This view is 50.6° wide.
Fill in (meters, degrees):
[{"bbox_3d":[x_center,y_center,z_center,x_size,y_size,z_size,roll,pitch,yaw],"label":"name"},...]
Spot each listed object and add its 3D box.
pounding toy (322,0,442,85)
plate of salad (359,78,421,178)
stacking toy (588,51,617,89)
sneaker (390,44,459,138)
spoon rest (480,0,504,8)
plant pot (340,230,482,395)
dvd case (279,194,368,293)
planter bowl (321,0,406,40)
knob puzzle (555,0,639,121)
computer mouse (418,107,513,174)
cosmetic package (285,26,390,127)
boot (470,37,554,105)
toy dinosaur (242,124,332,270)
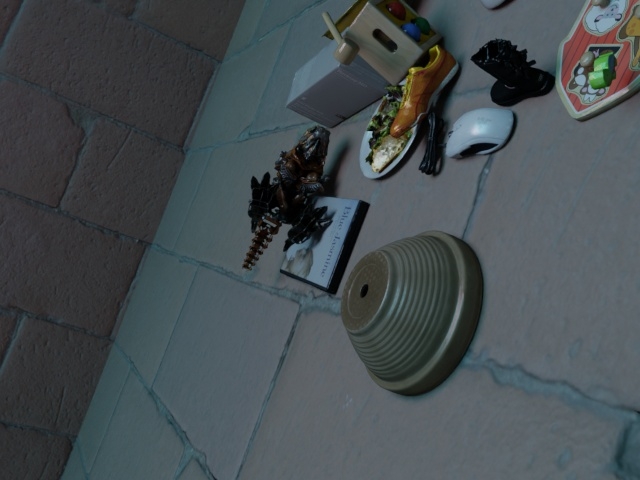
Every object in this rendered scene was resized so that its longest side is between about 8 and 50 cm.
[{"bbox_3d":[0.095,-0.362,1.159,0.094,0.181,0.206,-48,1,37],"label":"pounding toy"},{"bbox_3d":[0.121,-0.209,1.235,0.200,0.048,0.199,-46,32,40],"label":"plate of salad"},{"bbox_3d":[0.375,-0.270,0.713,0.167,0.052,0.221,-4,66,49],"label":"stacking toy"},{"bbox_3d":[0.159,-0.245,1.123,0.175,0.067,0.064,-58,15,-12],"label":"sneaker"},{"bbox_3d":[0.320,-0.453,1.019,0.276,0.084,0.137,140,148,-69],"label":"spoon rest"},{"bbox_3d":[0.104,0.088,0.945,0.237,0.110,0.237,-44,34,42],"label":"plant pot"},{"bbox_3d":[0.000,0.000,1.339,0.253,0.022,0.180,14,82,65],"label":"dvd case"},{"bbox_3d":[0.110,-0.463,1.386,0.217,0.090,0.217,-44,11,11],"label":"planter bowl"},{"bbox_3d":[0.347,-0.238,0.815,0.213,0.030,0.213,-45,33,41],"label":"knob puzzle"},{"bbox_3d":[0.210,-0.162,1.016,0.193,0.042,0.106,-9,60,62],"label":"computer mouse"},{"bbox_3d":[0.040,-0.333,1.416,0.238,0.127,0.107,-16,55,63],"label":"cosmetic package"},{"bbox_3d":[0.248,-0.229,0.926,0.121,0.099,0.045,7,75,65],"label":"boot"},{"bbox_3d":[-0.064,-0.078,1.391,0.218,0.165,0.321,-99,17,-73],"label":"toy dinosaur"}]
